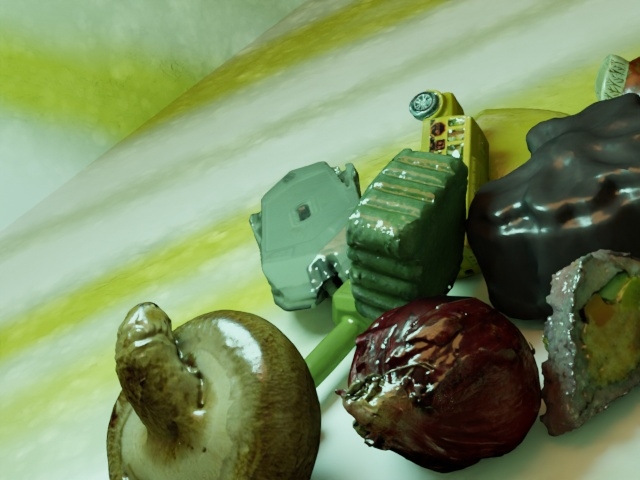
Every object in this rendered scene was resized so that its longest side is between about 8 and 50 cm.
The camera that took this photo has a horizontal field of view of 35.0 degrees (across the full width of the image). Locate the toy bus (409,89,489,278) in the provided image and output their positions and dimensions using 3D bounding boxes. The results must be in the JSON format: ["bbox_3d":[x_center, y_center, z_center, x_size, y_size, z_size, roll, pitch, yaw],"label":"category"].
[{"bbox_3d":[0.220,-0.103,1.726,0.123,0.121,0.335,-9,58,28],"label":"toy bus"}]

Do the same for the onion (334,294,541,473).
[{"bbox_3d":[0.146,0.174,1.312,0.281,0.221,0.281,-10,15,3],"label":"onion"}]

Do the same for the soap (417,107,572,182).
[{"bbox_3d":[0.301,-0.155,1.908,0.306,0.115,0.427,-37,28,-30],"label":"soap"}]

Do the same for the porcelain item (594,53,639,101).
[{"bbox_3d":[0.588,-0.256,1.708,0.253,0.253,0.253,-21,26,11],"label":"porcelain item"}]

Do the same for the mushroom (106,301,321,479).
[{"bbox_3d":[-0.142,0.256,1.359,0.239,0.345,0.345,-9,16,-30],"label":"mushroom"}]

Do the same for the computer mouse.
[{"bbox_3d":[0.002,0.004,1.844,0.228,0.145,0.429,-27,29,7],"label":"computer mouse"}]

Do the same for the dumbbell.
[{"bbox_3d":[0.006,0.180,1.548,0.121,0.108,0.302,4,39,45],"label":"dumbbell"}]

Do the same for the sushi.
[{"bbox_3d":[0.368,0.135,1.294,0.161,0.241,0.107,9,-16,-13],"label":"sushi"}]

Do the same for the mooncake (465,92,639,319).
[{"bbox_3d":[0.411,-0.062,1.510,0.351,0.212,0.381,-8,30,35],"label":"mooncake"}]

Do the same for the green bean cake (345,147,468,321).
[{"bbox_3d":[0.130,0.007,1.483,0.125,0.227,0.222,12,46,26],"label":"green bean cake"}]
